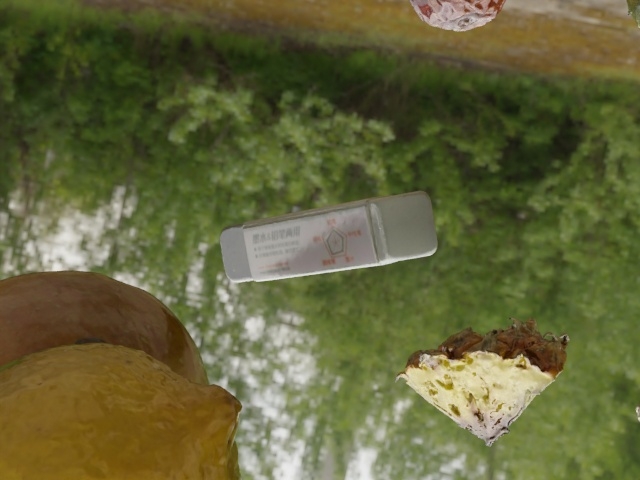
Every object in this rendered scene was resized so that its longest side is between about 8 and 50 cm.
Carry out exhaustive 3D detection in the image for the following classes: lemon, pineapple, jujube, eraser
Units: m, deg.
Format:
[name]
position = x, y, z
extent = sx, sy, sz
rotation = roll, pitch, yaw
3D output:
[lemon]
position = -0.146, 0.162, 0.630
extent = 0.188, 0.257, 0.188
rotation = 46, -171, -10
[pineapple]
position = 0.122, 0.084, 0.730
extent = 0.114, 0.077, 0.114
rotation = -15, -174, 40
[jujube]
position = 0.119, -0.287, 1.072
extent = 0.109, 0.176, 0.112
rotation = -11, 171, -6
[eraser]
position = 0.000, 0.000, 1.504
extent = 0.352, 0.089, 0.061
rotation = -8, -177, 44

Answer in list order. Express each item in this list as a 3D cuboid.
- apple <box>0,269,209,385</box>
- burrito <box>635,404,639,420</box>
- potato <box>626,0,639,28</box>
[apple]
position = -0.327, 0.219, 1.371
extent = 0.400, 0.400, 0.333
rotation = 8, -133, -54
[burrito]
position = 0.590, 0.265, 1.805
extent = 0.171, 0.042, 0.051
rotation = -9, -167, 18
[potato]
position = 0.382, -0.246, 1.202
extent = 0.085, 0.105, 0.188
rotation = 2, -152, -13
